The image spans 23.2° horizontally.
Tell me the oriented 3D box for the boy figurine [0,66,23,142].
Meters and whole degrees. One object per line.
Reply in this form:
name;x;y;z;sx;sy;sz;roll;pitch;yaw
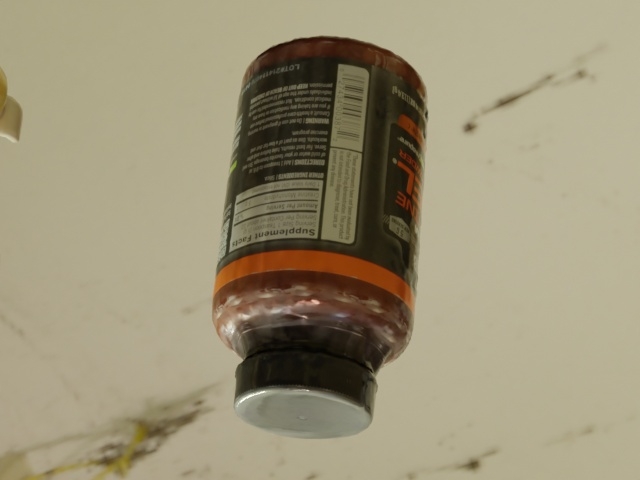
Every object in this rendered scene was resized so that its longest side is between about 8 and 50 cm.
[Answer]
boy figurine;-0.217;-0.064;0.630;0.285;0.177;0.092;82;-177;-53

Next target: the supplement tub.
supplement tub;0.000;0.000;0.812;0.106;0.106;0.198;30;-125;-40
